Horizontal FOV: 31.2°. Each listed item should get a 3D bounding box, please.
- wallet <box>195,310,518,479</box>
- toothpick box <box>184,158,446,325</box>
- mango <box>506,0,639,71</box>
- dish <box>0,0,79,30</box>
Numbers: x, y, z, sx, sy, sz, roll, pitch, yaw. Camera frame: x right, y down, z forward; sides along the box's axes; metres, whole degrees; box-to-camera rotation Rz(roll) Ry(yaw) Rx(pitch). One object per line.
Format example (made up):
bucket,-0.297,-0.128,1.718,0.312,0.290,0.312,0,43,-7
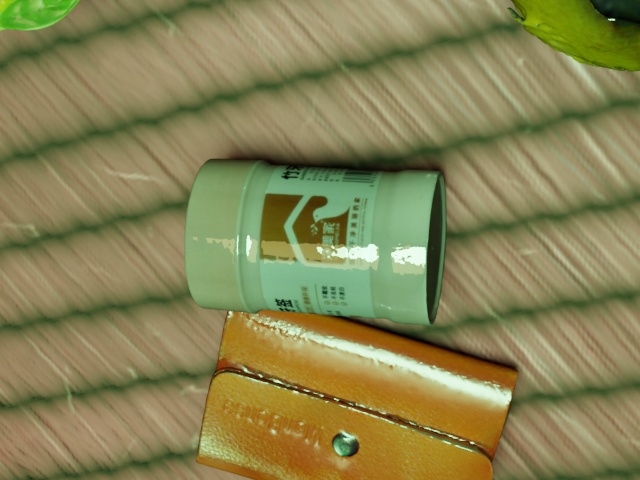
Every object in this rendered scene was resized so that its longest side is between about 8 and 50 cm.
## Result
wallet,0.021,0.123,0.788,0.204,0.045,0.142,16,113,8
toothpick box,0.000,0.000,0.720,0.149,0.098,0.098,4,110,12
mango,0.131,-0.201,0.594,0.156,0.151,0.248,-39,108,-18
dish,-0.168,-0.225,0.693,0.149,0.080,0.207,24,112,1
